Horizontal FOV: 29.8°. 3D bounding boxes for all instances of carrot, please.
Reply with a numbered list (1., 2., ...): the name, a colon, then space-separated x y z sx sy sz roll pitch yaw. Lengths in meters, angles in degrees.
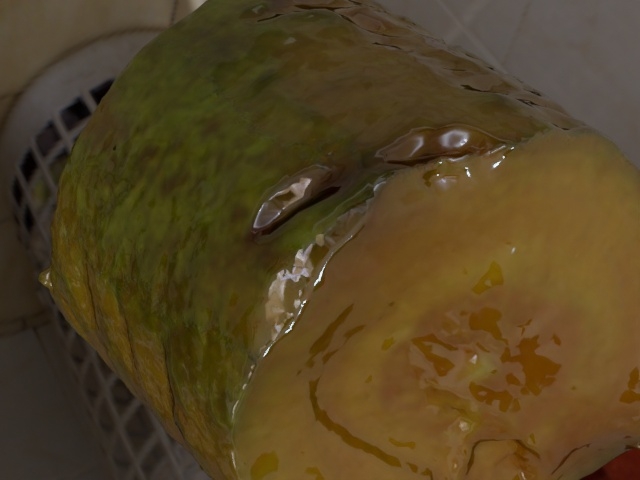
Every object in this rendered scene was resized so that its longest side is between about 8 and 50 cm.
1. carrot: 0.000 0.000 0.605 0.241 0.340 0.241 -17 123 -29
